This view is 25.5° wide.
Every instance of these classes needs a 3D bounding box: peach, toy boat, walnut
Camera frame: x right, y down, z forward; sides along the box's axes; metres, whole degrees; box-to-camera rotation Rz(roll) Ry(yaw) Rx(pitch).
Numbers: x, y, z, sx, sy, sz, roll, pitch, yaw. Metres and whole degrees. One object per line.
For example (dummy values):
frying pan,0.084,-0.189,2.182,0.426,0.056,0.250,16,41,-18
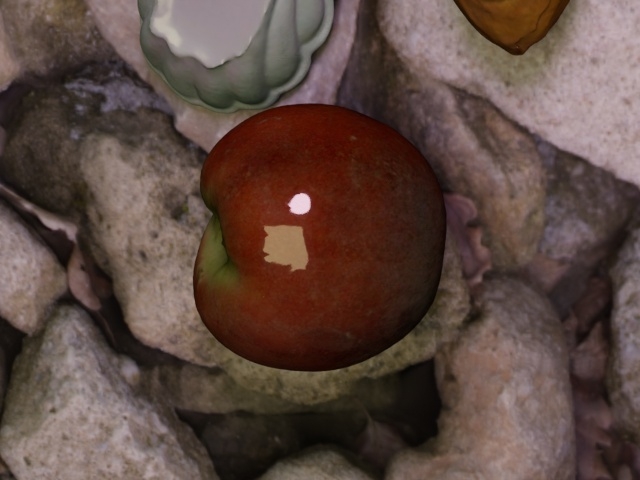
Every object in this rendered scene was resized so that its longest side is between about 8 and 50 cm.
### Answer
peach,0.000,0.000,1.327,0.252,0.252,0.252,6,108,18
toy boat,-0.083,-0.241,1.351,0.199,0.100,0.290,39,117,5
walnut,0.167,-0.285,1.232,0.137,0.137,0.245,1,97,20
